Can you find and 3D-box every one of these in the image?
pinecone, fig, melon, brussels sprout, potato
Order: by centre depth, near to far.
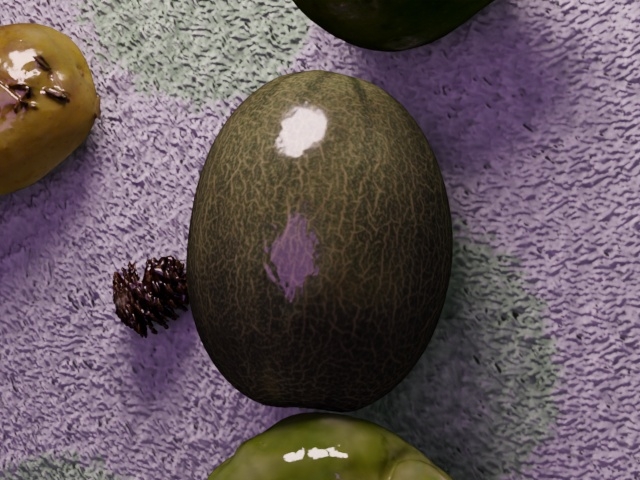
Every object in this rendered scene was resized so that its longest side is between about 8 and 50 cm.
[{"bbox_3d":[0.026,0.308,1.703,0.273,0.242,0.317,5,98,4],"label":"brussels sprout"},{"bbox_3d":[0.000,0.000,1.741,0.237,0.237,0.302,3,86,19],"label":"melon"},{"bbox_3d":[0.086,-0.267,1.755,0.245,0.195,0.195,3,87,28],"label":"fig"},{"bbox_3d":[-0.160,0.052,1.883,0.083,0.077,0.077,-19,80,-2],"label":"pinecone"},{"bbox_3d":[-0.365,-0.109,1.927,0.300,0.140,0.173,-26,83,12],"label":"potato"}]
